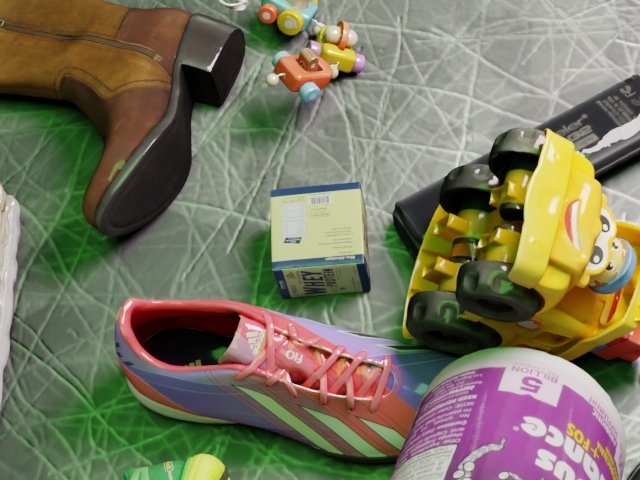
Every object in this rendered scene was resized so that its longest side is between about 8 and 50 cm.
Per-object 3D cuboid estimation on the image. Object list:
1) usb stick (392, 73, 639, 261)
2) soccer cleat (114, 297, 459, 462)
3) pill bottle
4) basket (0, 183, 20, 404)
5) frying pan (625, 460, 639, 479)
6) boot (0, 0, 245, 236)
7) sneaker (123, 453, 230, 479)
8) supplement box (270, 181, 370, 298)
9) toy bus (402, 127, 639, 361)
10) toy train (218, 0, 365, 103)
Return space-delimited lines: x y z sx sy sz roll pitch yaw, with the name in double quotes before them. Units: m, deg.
"usb stick" 0.195 -0.064 1.371 0.278 0.045 0.077 -29 54 -7
"soccer cleat" -0.021 0.109 1.267 0.318 0.116 0.108 8 62 13
"pill bottle" 0.118 0.224 1.088 0.169 0.169 0.301 10 34 14
"basket" -0.454 0.049 1.272 0.331 0.266 0.328 -1 60 5
"frying pan" 0.332 0.285 1.159 0.197 0.053 0.326 -8 57 5
"boot" -0.249 -0.142 1.455 0.281 0.096 0.264 16 65 18
"sneaker" -0.162 0.284 1.180 0.124 0.109 0.295 -3 31 26
"supplement box" 0.000 0.000 1.359 0.083 0.056 0.083 -5 61 6
"toy bus" 0.196 0.029 1.226 0.211 0.220 0.149 23 67 -11
"toy train" -0.021 -0.201 1.446 0.125 0.046 0.166 -7 49 -38
